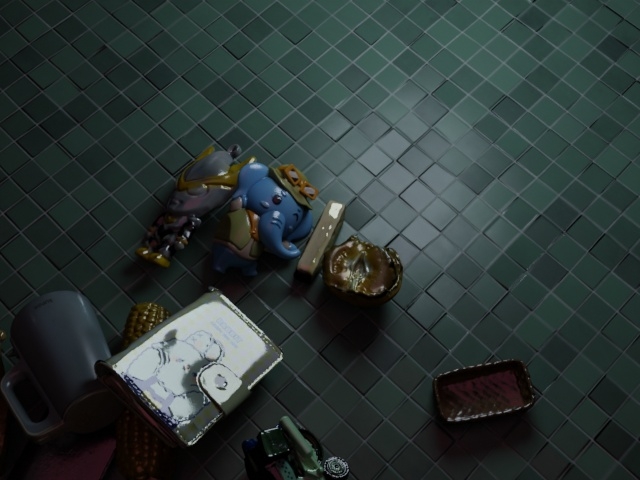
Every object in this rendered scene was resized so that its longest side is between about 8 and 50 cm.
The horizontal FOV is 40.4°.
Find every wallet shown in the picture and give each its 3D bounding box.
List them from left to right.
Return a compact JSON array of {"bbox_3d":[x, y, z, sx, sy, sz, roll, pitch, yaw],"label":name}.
[{"bbox_3d":[-0.502,0.471,1.584,0.172,0.045,0.318,22,68,10],"label":"wallet"},{"bbox_3d":[-0.232,0.230,1.601,0.223,0.077,0.309,46,40,6],"label":"wallet"}]

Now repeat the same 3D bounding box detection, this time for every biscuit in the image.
[{"bbox_3d":[0.000,0.000,1.809,0.052,0.056,0.188,21,65,9],"label":"biscuit"}]

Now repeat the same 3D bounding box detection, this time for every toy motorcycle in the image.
[{"bbox_3d":[-0.031,0.477,1.524,0.196,0.125,0.331,-12,57,-32],"label":"toy motorcycle"}]

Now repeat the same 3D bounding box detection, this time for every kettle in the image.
[{"bbox_3d":[-0.478,0.239,1.588,0.211,0.160,0.243,-22,50,-20],"label":"kettle"}]

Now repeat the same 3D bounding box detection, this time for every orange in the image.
[{"bbox_3d":[0.086,0.070,1.751,0.160,0.112,0.170,-18,43,2],"label":"orange"}]

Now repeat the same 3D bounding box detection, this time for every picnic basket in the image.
[{"bbox_3d":[0.313,0.296,1.683,0.193,0.055,0.110,-9,65,-6],"label":"picnic basket"}]

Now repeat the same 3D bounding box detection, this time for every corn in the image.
[{"bbox_3d":[-0.326,0.288,1.636,0.120,0.120,0.363,-4,62,-4],"label":"corn"}]

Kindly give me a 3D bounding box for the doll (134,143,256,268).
[{"bbox_3d":[-0.267,-0.082,1.819,0.103,0.145,0.316,39,73,-21],"label":"doll"}]

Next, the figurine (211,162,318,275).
[{"bbox_3d":[-0.111,-0.035,1.789,0.180,0.154,0.262,24,84,-1],"label":"figurine"}]

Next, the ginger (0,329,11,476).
[{"bbox_3d":[-0.651,0.276,1.623,0.190,0.126,0.354,-23,66,-25],"label":"ginger"}]
